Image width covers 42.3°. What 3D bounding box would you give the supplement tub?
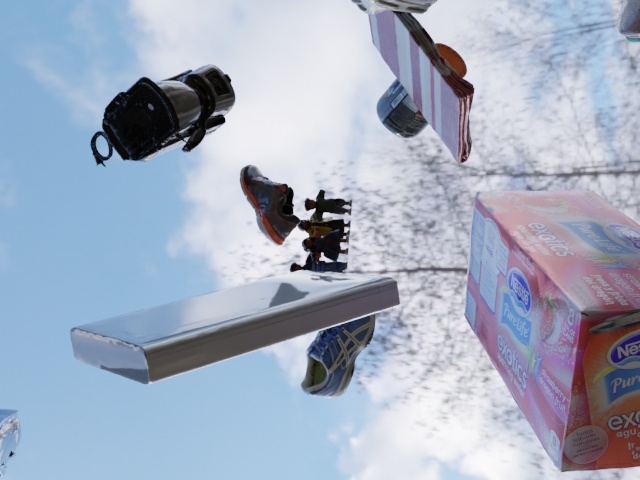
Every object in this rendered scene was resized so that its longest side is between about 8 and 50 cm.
[{"bbox_3d":[0.209,-0.308,1.700,0.117,0.190,0.117,19,-131,-23],"label":"supplement tub"}]

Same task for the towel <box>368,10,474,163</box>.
[{"bbox_3d":[0.179,-0.318,1.507,0.037,0.329,0.237,-29,-24,-5],"label":"towel"}]

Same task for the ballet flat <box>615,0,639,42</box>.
[{"bbox_3d":[0.486,-0.367,1.149,0.316,0.107,0.106,-39,-59,-44],"label":"ballet flat"}]

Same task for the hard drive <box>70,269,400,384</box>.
[{"bbox_3d":[-0.093,0.086,0.917,0.307,0.203,0.040,-13,-82,-35],"label":"hard drive"}]

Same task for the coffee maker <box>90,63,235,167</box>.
[{"bbox_3d":[-0.241,-0.196,1.272,0.178,0.171,0.120,-37,-63,-58],"label":"coffee maker"}]

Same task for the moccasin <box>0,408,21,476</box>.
[{"bbox_3d":[-0.468,0.301,1.099,0.342,0.137,0.117,58,-149,-86],"label":"moccasin"}]

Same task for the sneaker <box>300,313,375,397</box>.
[{"bbox_3d":[0.028,0.172,1.375,0.081,0.080,0.211,0,-71,-51],"label":"sneaker"}]

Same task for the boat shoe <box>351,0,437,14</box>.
[{"bbox_3d":[0.089,-0.413,1.343,0.267,0.088,0.096,-10,-122,-39],"label":"boat shoe"}]

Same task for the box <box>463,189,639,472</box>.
[{"bbox_3d":[0.246,0.065,0.784,0.142,0.300,0.154,-2,-70,-6],"label":"box"}]

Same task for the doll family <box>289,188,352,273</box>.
[{"bbox_3d":[0.000,0.000,1.578,0.076,0.111,0.193,89,-175,-63],"label":"doll family"}]

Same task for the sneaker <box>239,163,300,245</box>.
[{"bbox_3d":[-0.066,-0.061,1.187,0.061,0.065,0.158,38,-160,-49],"label":"sneaker"}]
